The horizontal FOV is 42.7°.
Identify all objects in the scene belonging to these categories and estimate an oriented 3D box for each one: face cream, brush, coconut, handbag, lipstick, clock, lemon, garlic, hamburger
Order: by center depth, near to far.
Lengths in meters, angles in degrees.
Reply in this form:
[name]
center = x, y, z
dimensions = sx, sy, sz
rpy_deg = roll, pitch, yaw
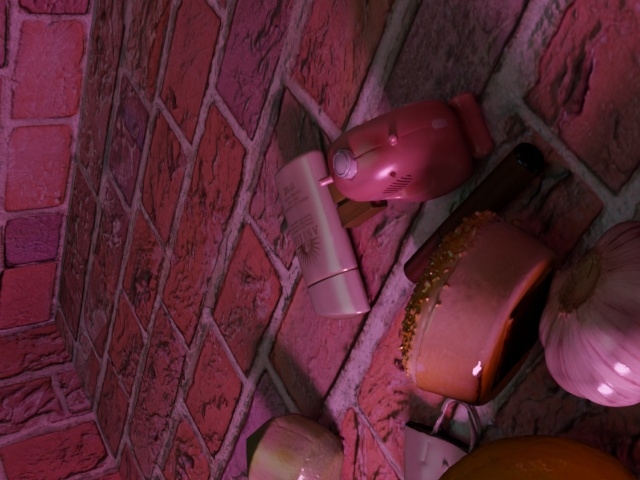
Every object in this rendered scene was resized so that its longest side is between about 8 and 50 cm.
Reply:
[garlic]
center = 0.418, 0.129, 1.051
dimensions = 0.253, 0.245, 0.245
rpy_deg = 40, 145, -8
[lemon]
center = 0.315, 0.443, 1.137
dimensions = 0.349, 0.387, 0.350
rpy_deg = 63, -174, -12
[hamburger]
center = 0.226, 0.101, 1.211
dimensions = 0.170, 0.302, 0.302
rpy_deg = 27, 123, 28
[clock]
center = 0.125, -0.129, 1.323
dimensions = 0.227, 0.241, 0.142
rpy_deg = -28, 79, 50
[lipstick]
center = 0.244, -0.034, 1.348
dimensions = 0.057, 0.057, 0.356
rpy_deg = 63, 144, 22
[handbag]
center = 0.227, 0.439, 1.477
dimensions = 0.241, 0.109, 0.315
rpy_deg = 13, 107, 54
[brush]
center = 0.106, -0.112, 1.544
dimensions = 0.233, 0.047, 0.103
rpy_deg = -33, 73, 49
[face cream]
center = 0.000, 0.000, 1.701
dimensions = 0.173, 0.081, 0.348
rpy_deg = -28, 76, 56
[coconut]
center = -0.068, 0.495, 1.849
dimensions = 0.236, 0.236, 0.204
rpy_deg = 2, 60, 56
